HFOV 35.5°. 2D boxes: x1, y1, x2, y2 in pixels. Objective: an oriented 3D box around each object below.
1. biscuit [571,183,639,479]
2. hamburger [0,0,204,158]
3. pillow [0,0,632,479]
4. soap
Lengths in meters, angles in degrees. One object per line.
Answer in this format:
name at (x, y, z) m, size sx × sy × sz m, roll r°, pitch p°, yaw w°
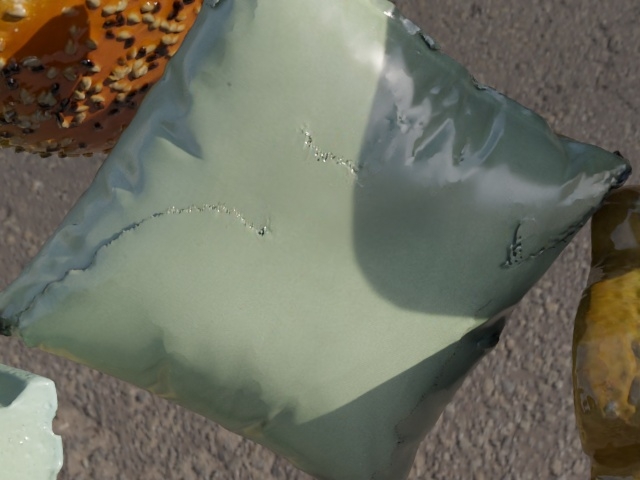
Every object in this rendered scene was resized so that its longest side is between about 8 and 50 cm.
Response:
biscuit at (0.215, 0.115, 0.658) m, size 0.057 × 0.287 × 0.343 m, roll -4°, pitch 59°, yaw 22°
hamburger at (-0.166, -0.187, 0.728) m, size 0.300 × 0.300 × 0.176 m, roll -31°, pitch 66°, yaw -20°
pillow at (0.000, 0.000, 0.633) m, size 0.310 × 0.119 × 0.312 m, roll 31°, pitch 97°, yaw -20°
soap at (-0.214, 0.123, 0.566) m, size 0.063 × 0.114 × 0.198 m, roll -10°, pitch 7°, yaw -39°
